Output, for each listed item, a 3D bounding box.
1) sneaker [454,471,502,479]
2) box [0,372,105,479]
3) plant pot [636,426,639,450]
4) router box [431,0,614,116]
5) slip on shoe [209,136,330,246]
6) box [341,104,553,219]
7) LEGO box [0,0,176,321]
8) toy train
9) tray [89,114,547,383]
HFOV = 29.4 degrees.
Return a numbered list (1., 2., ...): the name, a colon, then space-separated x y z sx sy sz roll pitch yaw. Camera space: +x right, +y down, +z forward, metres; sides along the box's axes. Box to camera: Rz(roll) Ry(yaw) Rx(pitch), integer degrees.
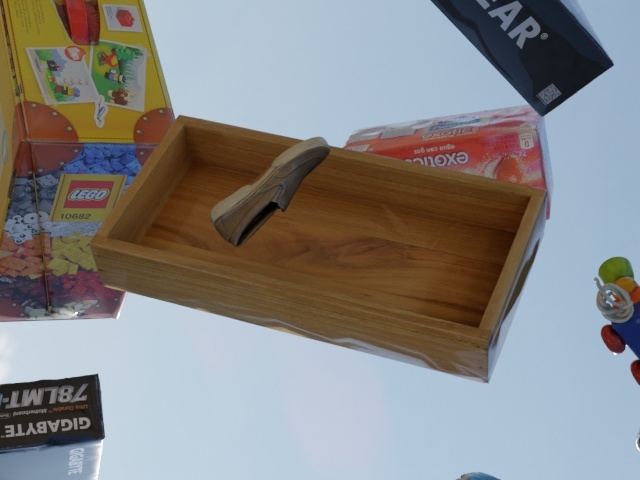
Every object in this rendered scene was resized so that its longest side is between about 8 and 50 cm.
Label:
1. sneaker: 0.132 0.231 0.999 0.073 0.162 0.063 7 -89 34
2. box: -0.362 0.214 1.173 0.295 0.293 0.073 119 -34 -63
3. plant pot: 0.406 0.157 1.113 0.236 0.236 0.032 -38 -133 49
4. router box: 0.106 -0.281 1.040 0.081 0.309 0.243 -36 -143 21
5. slip on shoe: -0.042 -0.046 1.167 0.135 0.041 0.051 -35 159 -3
6. box: 0.190 -0.102 1.827 0.299 0.142 0.154 -7 -160 15
7. LEGO box: -0.369 -0.196 1.654 0.372 0.193 0.500 119 -38 -46
8. toy train: 0.402 0.072 1.598 0.105 0.248 0.143 -33 -144 17
9. tray: 0.000 0.000 1.228 0.076 0.410 0.203 84 27 -46
